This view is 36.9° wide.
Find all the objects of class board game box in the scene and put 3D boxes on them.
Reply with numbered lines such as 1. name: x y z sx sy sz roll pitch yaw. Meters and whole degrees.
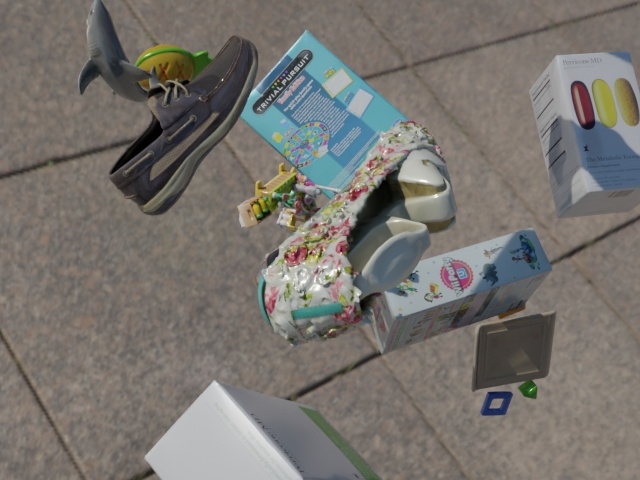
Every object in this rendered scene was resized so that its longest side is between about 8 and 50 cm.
1. board game box: 0.250 0.097 1.787 0.303 0.224 0.098 -17 69 -11
2. board game box: 0.010 -0.274 2.197 0.336 0.079 0.254 43 92 12

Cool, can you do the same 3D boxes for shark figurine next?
1. shark figurine: -0.347 -0.311 1.813 0.116 0.278 0.166 5 70 27

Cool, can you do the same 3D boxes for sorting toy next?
1. sorting toy: 0.415 0.233 2.089 0.195 0.348 0.047 -11 33 -13

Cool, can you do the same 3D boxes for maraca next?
1. maraca: -0.327 -0.382 2.131 0.185 0.127 0.099 -8 63 -28

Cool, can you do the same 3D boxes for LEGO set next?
1. LEGO set: -0.023 -0.051 1.534 0.107 0.287 0.132 14 83 20

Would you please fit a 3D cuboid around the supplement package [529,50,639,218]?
1. supplement package: 0.457 -0.177 1.610 0.138 0.134 0.244 -6 73 -11

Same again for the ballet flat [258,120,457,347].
1. ballet flat: 0.047 -0.009 0.649 0.241 0.077 0.091 -51 127 -44

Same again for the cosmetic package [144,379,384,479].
1. cosmetic package: -0.063 0.340 1.388 0.155 0.365 0.197 -48 65 3

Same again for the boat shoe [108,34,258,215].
1. boat shoe: -0.238 -0.212 1.660 0.130 0.355 0.132 33 0 -30

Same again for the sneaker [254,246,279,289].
1. sneaker: -0.032 0.053 2.000 0.126 0.127 0.321 62 22 13
